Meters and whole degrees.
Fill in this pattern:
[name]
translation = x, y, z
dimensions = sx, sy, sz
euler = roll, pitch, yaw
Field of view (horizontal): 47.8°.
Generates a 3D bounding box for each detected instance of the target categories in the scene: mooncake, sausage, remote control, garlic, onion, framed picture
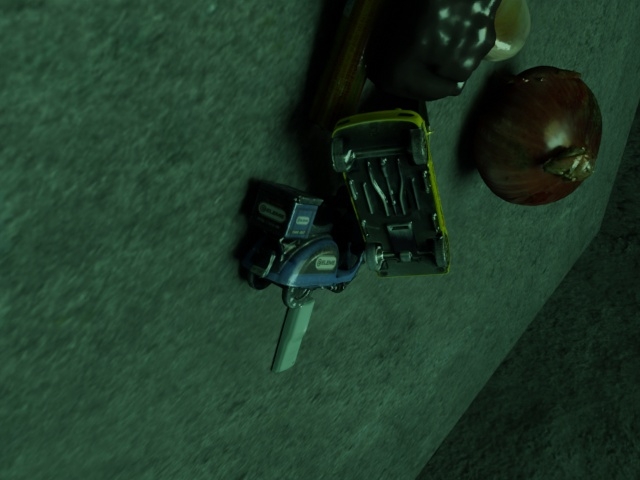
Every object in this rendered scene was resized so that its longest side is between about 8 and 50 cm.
[mooncake]
translation = 0.174, -0.354, 1.111
dimensions = 0.141, 0.283, 0.283
euler = 11, 108, -17
[sausage]
translation = 0.067, -0.338, 1.081
dimensions = 0.082, 0.082, 0.371
euler = -21, 140, -52
[remote control]
translation = -0.052, 0.188, 1.428
dimensions = 0.061, 0.029, 0.162
euler = -14, 125, -53
[garlic]
translation = 0.402, -0.494, 1.573
dimensions = 0.148, 0.129, 0.266
euler = 83, 30, -63
[onion]
translation = 0.527, -0.259, 1.776
dimensions = 0.354, 0.354, 0.353
euler = -39, 144, -37
[framed picture]
translation = 0.180, -0.207, 1.345
dimensions = 0.273, 0.016, 0.216
euler = -90, 176, -45

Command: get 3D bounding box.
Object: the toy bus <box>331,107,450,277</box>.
[toy bus]
translation = 0.127, -0.088, 1.185
dimensions = 0.152, 0.144, 0.330
euler = -75, 154, -44

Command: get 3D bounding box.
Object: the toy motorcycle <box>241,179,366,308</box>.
[toy motorcycle]
translation = 0.000, 0.000, 1.261
dimensions = 0.359, 0.125, 0.212
euler = 1, 111, -61
